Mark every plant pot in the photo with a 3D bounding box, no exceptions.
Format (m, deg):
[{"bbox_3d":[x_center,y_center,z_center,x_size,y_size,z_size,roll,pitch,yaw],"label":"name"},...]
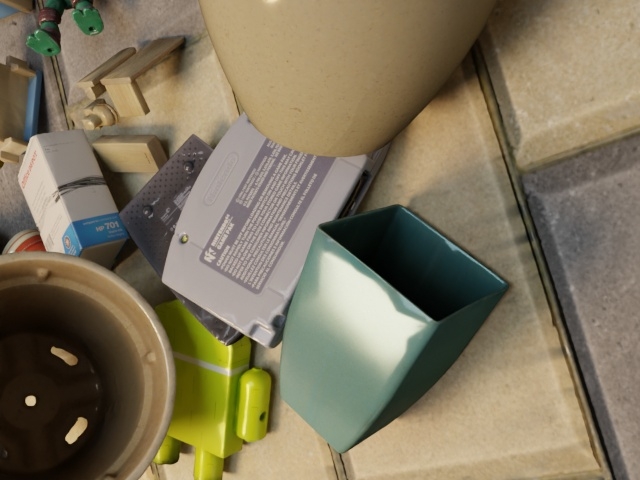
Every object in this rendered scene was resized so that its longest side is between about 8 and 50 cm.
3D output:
[{"bbox_3d":[-0.391,0.212,1.089,0.305,0.333,0.334,-36,71,64],"label":"plant pot"},{"bbox_3d":[0.058,0.109,0.899,0.165,0.165,0.234,40,121,25],"label":"plant pot"}]

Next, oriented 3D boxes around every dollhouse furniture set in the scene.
[{"bbox_3d":[-0.612,-0.275,1.234,0.198,0.286,0.304,-7,78,33],"label":"dollhouse furniture set"},{"bbox_3d":[-0.259,-0.196,1.163,0.144,0.123,0.151,4,130,33],"label":"dollhouse furniture set"}]

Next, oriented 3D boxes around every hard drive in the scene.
[{"bbox_3d":[-0.138,-0.002,1.052,0.172,0.054,0.255,-46,66,6],"label":"hard drive"}]

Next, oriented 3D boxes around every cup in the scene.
[{"bbox_3d":[0.018,-0.229,0.836,0.331,0.331,0.237,31,130,28],"label":"cup"}]

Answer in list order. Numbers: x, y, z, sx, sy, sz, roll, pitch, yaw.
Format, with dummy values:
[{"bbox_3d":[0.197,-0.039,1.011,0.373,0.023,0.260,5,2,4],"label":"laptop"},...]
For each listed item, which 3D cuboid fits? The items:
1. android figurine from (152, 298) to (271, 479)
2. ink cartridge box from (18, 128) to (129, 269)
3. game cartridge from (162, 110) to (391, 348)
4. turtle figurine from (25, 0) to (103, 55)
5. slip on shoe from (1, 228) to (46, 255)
[{"bbox_3d":[-0.176,0.193,1.116,0.248,0.056,0.273,10,99,33],"label":"android figurine"},{"bbox_3d":[-0.371,-0.048,1.189,0.139,0.082,0.191,-43,68,51],"label":"ink cartridge box"},{"bbox_3d":[-0.063,-0.042,0.974,0.196,0.060,0.294,29,88,21],"label":"game cartridge"},{"bbox_3d":[-0.390,-0.393,1.181,0.175,0.118,0.234,-31,63,28],"label":"turtle figurine"},{"bbox_3d":[-0.490,0.146,1.288,0.101,0.123,0.331,31,105,24],"label":"slip on shoe"}]
